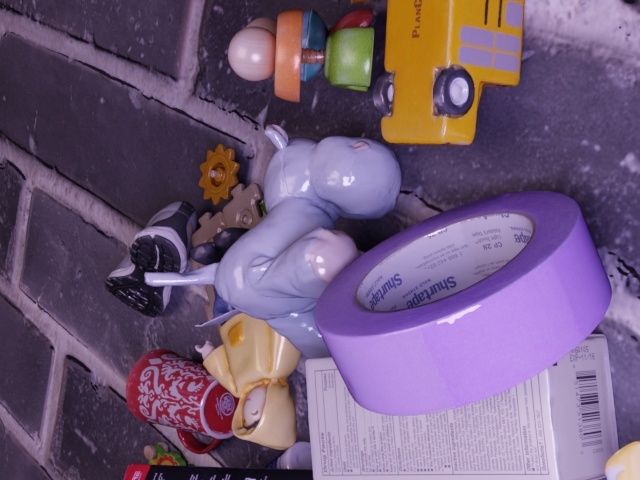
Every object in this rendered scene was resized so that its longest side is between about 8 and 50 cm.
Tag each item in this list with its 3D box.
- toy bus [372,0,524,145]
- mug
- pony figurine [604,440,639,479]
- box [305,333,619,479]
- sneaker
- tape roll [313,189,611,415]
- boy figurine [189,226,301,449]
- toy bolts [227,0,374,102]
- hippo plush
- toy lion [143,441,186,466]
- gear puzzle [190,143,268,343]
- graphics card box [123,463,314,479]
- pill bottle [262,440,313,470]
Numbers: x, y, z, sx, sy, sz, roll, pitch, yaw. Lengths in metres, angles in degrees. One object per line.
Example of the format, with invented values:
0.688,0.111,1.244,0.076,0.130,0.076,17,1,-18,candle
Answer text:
0.144,-0.266,1.251,0.108,0.130,0.332,6,95,51,toy bus
-0.175,0.233,1.699,0.169,0.150,0.113,6,58,48,mug
0.265,0.414,1.014,0.351,0.303,0.363,-49,38,29,pony figurine
0.138,0.180,1.221,0.311,0.121,0.147,-9,83,42,box
-0.249,0.033,1.794,0.271,0.100,0.108,-46,13,54,sneaker
0.135,0.054,1.138,0.275,0.275,0.090,-2,119,52,tape roll
-0.096,0.135,1.523,0.177,0.092,0.285,-25,67,36,boy figurine
-0.018,-0.261,1.363,0.228,0.159,0.218,64,-150,-89,toy bolts
0.000,0.000,1.416,0.294,0.234,0.236,-6,54,35,hippo plush
-0.241,0.366,1.819,0.096,0.034,0.100,40,121,36,toy lion
-0.107,0.021,1.639,0.175,0.044,0.338,-38,61,37,gear puzzle
-0.115,0.394,1.425,0.371,0.094,0.232,-8,50,36,graphics card box
-0.045,0.316,1.537,0.120,0.067,0.067,-45,56,41,pill bottle
